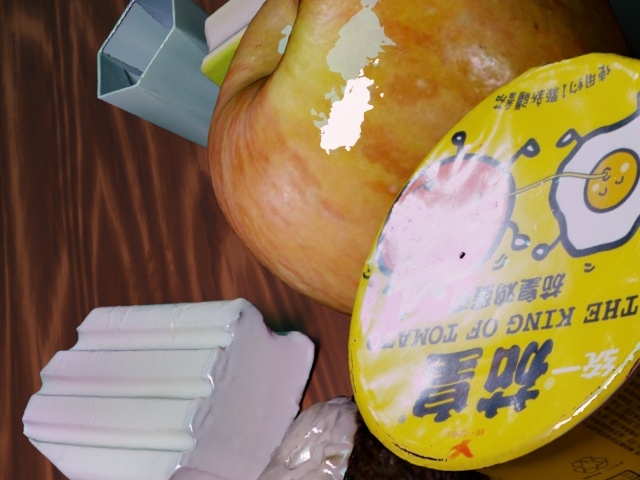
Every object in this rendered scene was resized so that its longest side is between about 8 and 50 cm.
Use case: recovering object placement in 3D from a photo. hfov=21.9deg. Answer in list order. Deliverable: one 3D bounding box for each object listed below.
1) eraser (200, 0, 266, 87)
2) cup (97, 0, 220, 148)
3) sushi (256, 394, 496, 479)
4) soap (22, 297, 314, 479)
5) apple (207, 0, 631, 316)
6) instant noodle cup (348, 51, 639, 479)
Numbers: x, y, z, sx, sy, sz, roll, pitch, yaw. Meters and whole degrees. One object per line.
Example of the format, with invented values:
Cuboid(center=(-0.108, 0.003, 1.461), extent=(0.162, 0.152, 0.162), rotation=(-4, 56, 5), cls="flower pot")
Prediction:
Cuboid(center=(0.036, -0.219, 1.727), extent=(0.274, 0.210, 0.092), rotation=(-32, 40, 30), cls="eraser")
Cuboid(center=(-0.123, -0.166, 1.865), extent=(0.148, 0.235, 0.134), rotation=(-4, 60, 49), cls="cup")
Cuboid(center=(0.003, 0.303, 1.352), extent=(0.234, 0.207, 0.348), rotation=(-25, 36, 60), cls="sushi")
Cuboid(center=(-0.177, 0.178, 1.758), extent=(0.347, 0.115, 0.208), rotation=(-6, 58, 51), cls="soap")
Cuboid(center=(0.095, -0.110, 1.468), extent=(0.400, 0.333, 0.400), rotation=(-58, 15, 25), cls="apple")
Cuboid(center=(0.218, 0.063, 1.206), extent=(0.325, 0.254, 0.326), rotation=(-34, 39, 33), cls="instant noodle cup")
